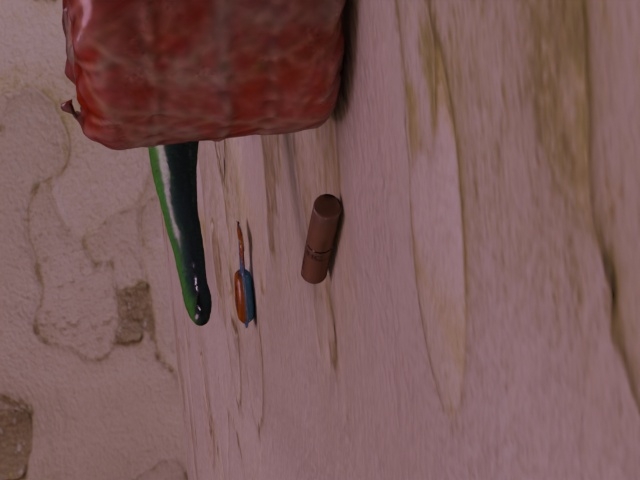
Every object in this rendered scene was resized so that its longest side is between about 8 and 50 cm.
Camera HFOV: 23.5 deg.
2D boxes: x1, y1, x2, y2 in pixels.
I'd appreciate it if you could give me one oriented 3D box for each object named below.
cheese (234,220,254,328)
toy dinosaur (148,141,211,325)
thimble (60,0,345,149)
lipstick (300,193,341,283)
[{"bbox_3d":[-0.074,0.036,1.482,0.047,0.017,0.111,-119,25,-61],"label":"cheese"},{"bbox_3d":[-0.076,-0.239,1.073,0.374,0.144,0.500,109,152,-51],"label":"toy dinosaur"},{"bbox_3d":[-0.081,-0.171,0.910,0.239,0.162,0.239,174,90,-80],"label":"thimble"},{"bbox_3d":[0.000,0.000,0.983,0.094,0.019,0.019,100,161,-62],"label":"lipstick"}]
